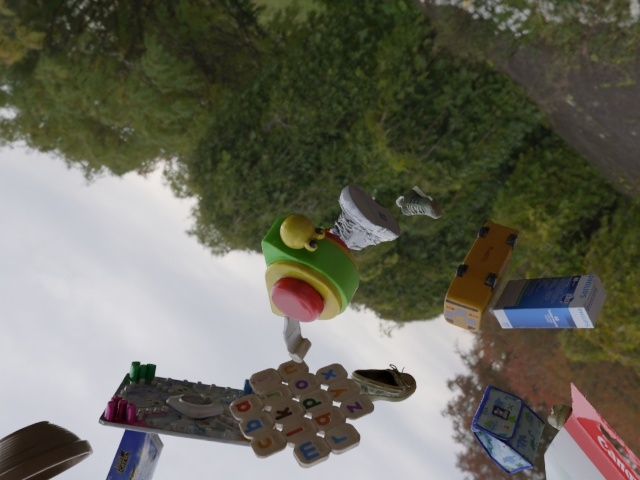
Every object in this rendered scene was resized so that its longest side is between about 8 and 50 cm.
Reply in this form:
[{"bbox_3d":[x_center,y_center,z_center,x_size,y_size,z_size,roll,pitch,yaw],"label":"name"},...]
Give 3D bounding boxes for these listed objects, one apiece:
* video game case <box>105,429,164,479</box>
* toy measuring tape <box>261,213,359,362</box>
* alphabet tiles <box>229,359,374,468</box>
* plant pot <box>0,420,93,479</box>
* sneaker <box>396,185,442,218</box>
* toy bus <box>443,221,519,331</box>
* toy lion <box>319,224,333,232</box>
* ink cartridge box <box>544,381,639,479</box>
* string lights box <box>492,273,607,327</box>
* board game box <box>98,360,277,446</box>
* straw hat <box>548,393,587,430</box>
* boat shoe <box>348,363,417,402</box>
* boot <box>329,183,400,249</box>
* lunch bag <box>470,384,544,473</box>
[{"bbox_3d":[-0.563,0.696,1.890,0.061,0.269,0.244,8,143,7],"label":"video game case"},{"bbox_3d":[-0.004,0.086,0.849,0.121,0.121,0.330,46,156,34],"label":"toy measuring tape"},{"bbox_3d":[-0.040,0.364,1.360,0.284,0.278,0.021,44,143,48],"label":"alphabet tiles"},{"bbox_3d":[-0.626,0.466,1.356,0.109,0.237,0.237,60,-168,14],"label":"plant pot"},{"bbox_3d":[0.280,-0.096,1.824,0.064,0.086,0.192,61,180,-26],"label":"sneaker"},{"bbox_3d":[0.463,0.093,1.789,0.108,0.332,0.130,17,137,26],"label":"toy bus"},{"bbox_3d":[0.000,0.000,1.744,0.100,0.096,0.034,14,-168,-43],"label":"toy lion"},{"bbox_3d":[0.345,0.309,0.766,0.181,0.056,0.224,59,175,50],"label":"ink cartridge box"},{"bbox_3d":[0.618,0.167,1.706,0.260,0.133,0.076,-8,122,46],"label":"string lights box"},{"bbox_3d":[-0.303,0.390,1.537,0.391,0.050,0.390,11,-178,-9],"label":"board game box"},{"bbox_3d":[0.543,0.396,1.402,0.061,0.144,0.144,18,174,31],"label":"straw hat"},{"bbox_3d":[0.202,0.444,1.964,0.285,0.089,0.105,2,-155,-40],"label":"boat shoe"},{"bbox_3d":[0.073,-0.034,1.354,0.258,0.124,0.095,30,-140,-57],"label":"boot"},{"bbox_3d":[0.409,0.413,1.392,0.151,0.096,0.129,42,-134,-2],"label":"lunch bag"}]
